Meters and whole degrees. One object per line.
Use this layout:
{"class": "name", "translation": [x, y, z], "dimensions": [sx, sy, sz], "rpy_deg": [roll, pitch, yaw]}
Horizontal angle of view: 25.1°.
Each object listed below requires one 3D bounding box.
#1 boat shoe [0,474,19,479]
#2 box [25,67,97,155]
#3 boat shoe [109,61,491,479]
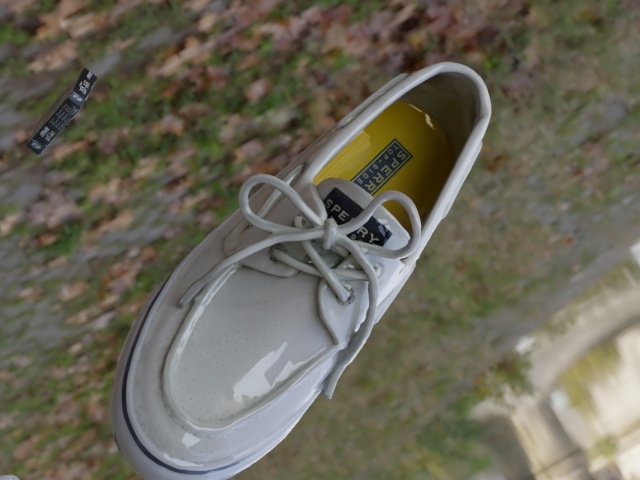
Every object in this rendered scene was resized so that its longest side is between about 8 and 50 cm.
{"class": "boat shoe", "translation": [-0.447, 0.326, 1.636], "dimensions": [0.226, 0.076, 0.083], "rpy_deg": [-12, 150, -15]}
{"class": "box", "translation": [-0.273, -0.136, 1.517], "dimensions": [0.083, 0.018, 0.067], "rpy_deg": [-42, -160, 30]}
{"class": "boat shoe", "translation": [0.007, 0.005, 0.942], "dimensions": [0.367, 0.136, 0.156], "rpy_deg": [-46, 179, -32]}
